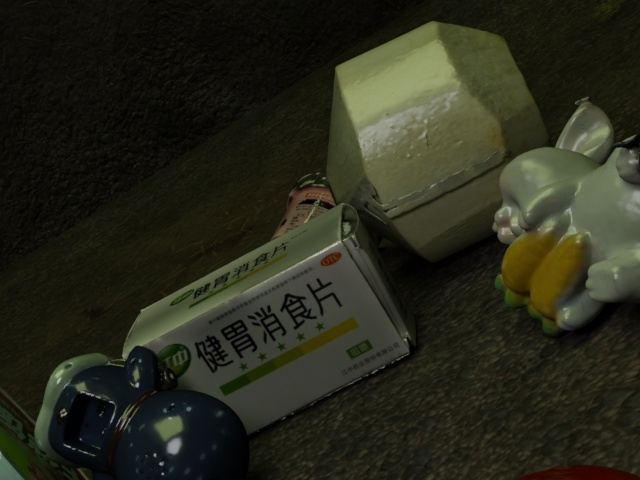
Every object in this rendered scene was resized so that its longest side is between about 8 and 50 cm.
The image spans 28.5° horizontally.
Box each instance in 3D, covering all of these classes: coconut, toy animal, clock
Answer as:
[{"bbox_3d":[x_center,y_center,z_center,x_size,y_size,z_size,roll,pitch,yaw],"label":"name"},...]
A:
[{"bbox_3d":[0.144,-0.130,1.681,0.323,0.323,0.323,-28,19,11],"label":"coconut"},{"bbox_3d":[0.300,-0.032,1.364,0.247,0.183,0.310,-33,13,-18],"label":"toy animal"},{"bbox_3d":[-0.196,0.232,1.424,0.243,0.146,0.199,20,88,23],"label":"clock"}]

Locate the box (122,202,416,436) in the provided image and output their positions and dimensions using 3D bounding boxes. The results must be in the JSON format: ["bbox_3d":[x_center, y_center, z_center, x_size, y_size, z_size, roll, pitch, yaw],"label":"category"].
[{"bbox_3d":[-0.058,0.111,1.560,0.333,0.173,0.145,-28,19,11],"label":"box"}]

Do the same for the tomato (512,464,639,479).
[{"bbox_3d":[0.120,0.275,0.864,0.335,0.176,0.290,-42,18,-25],"label":"tomato"}]

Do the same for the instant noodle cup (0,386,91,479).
[{"bbox_3d":[-0.427,0.354,1.436,0.308,0.294,0.294,-41,19,-4],"label":"instant noodle cup"}]

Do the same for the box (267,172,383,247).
[{"bbox_3d":[0.000,0.000,1.806,0.151,0.151,0.135,-14,33,44],"label":"box"}]
